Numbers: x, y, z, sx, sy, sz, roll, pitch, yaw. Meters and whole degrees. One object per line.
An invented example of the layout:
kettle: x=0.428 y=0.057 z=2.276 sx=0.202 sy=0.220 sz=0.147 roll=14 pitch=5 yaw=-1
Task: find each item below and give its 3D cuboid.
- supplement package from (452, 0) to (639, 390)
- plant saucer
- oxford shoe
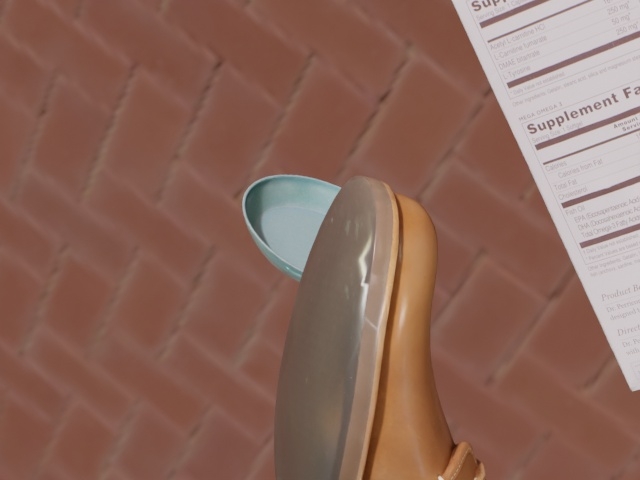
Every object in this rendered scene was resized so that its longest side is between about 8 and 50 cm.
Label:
supplement package: x=0.192 y=-0.067 z=1.041 sx=0.134 sy=0.139 sz=0.244 roll=-20 pitch=102 yaw=26
plant saucer: x=0.000 y=0.000 z=1.291 sx=0.119 sy=0.119 sz=0.021 roll=32 pitch=123 yaw=10
oxford shoe: x=0.026 y=0.080 z=0.619 sx=0.076 sy=0.076 sz=0.212 roll=-3 pitch=110 yaw=-13
